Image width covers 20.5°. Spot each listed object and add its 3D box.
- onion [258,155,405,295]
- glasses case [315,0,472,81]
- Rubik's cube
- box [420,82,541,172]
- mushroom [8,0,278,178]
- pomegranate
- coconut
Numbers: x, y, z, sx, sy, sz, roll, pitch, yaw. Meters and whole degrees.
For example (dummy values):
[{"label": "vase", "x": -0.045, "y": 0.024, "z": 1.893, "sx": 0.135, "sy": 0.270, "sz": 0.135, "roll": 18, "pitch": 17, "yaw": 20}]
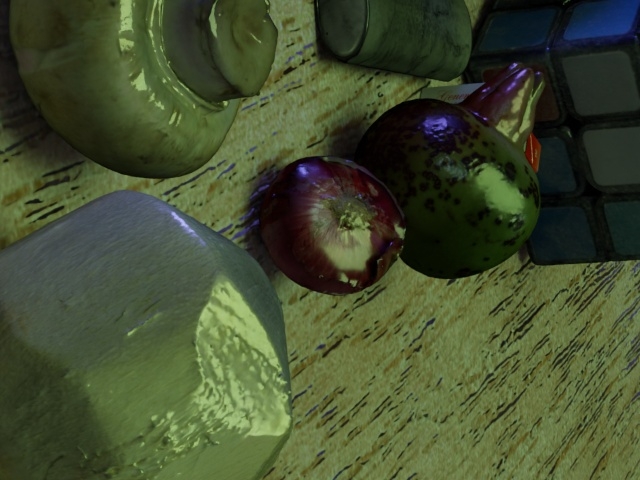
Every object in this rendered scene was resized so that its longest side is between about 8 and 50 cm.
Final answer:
[{"label": "onion", "x": 0.000, "y": 0.000, "z": 1.732, "sx": 0.150, "sy": 0.140, "sz": 0.150, "roll": 12, "pitch": 57, "yaw": -20}, {"label": "glasses case", "x": 0.087, "y": -0.240, "z": 1.960, "sx": 0.299, "sy": 0.060, "sz": 0.114, "roll": 0, "pitch": 85, "yaw": -64}, {"label": "Rubik's cube", "x": 0.428, "y": -0.203, "z": 2.322, "sx": 0.358, "sy": 0.363, "sz": 0.362, "roll": -62, "pitch": 139, "yaw": -43}, {"label": "box", "x": 0.192, "y": -0.131, "z": 2.116, "sx": 0.152, "sy": 0.100, "sz": 0.048, "roll": 45, "pitch": 50, "yaw": -53}, {"label": "mushroom", "x": -0.136, "y": -0.174, "z": 1.376, "sx": 0.255, "sy": 0.184, "sz": 0.254, "roll": -23, "pitch": 118, "yaw": -52}, {"label": "pomegranate", "x": 0.152, "y": -0.083, "z": 1.873, "sx": 0.248, "sy": 0.214, "sz": 0.214, "roll": -54, "pitch": 151, "yaw": 5}, {"label": "coconut", "x": -0.130, "y": 0.096, "z": 1.248, "sx": 0.247, "sy": 0.245, "sz": 0.245, "roll": -29, "pitch": 120, "yaw": -20}]
